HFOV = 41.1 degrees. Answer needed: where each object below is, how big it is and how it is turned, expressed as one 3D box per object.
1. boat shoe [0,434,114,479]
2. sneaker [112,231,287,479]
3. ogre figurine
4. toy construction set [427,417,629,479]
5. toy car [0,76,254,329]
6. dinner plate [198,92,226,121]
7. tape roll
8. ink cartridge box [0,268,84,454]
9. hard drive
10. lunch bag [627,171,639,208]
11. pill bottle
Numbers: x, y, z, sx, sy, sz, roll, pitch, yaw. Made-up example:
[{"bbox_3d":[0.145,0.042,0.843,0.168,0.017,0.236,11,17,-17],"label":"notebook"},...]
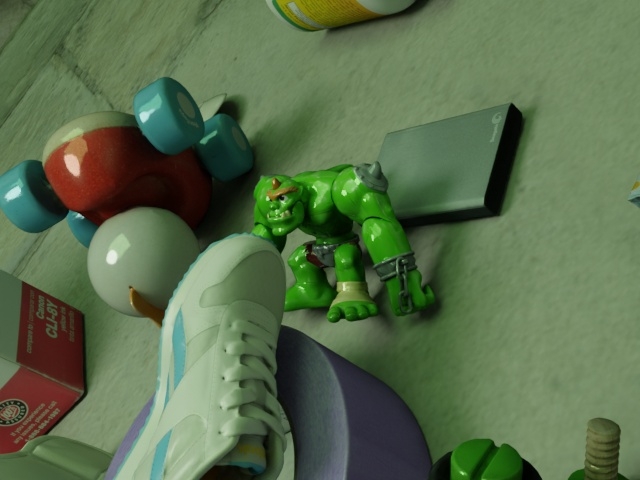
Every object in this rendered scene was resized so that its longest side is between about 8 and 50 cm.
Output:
[{"bbox_3d":[-0.247,0.229,0.682,0.319,0.116,0.099,52,-120,-83],"label":"boat shoe"},{"bbox_3d":[-0.059,0.105,0.544,0.092,0.087,0.229,0,69,43],"label":"sneaker"},{"bbox_3d":[0.000,0.000,0.690,0.197,0.096,0.118,3,101,65],"label":"ogre figurine"},{"bbox_3d":[0.055,0.262,0.339,0.309,0.257,0.237,-107,14,-68],"label":"toy construction set"},{"bbox_3d":[-0.176,-0.001,0.885,0.219,0.210,0.238,-26,70,16],"label":"toy car"},{"bbox_3d":[-0.167,-0.133,1.056,0.141,0.017,0.141,-45,16,16],"label":"dinner plate"},{"bbox_3d":[-0.054,0.201,0.601,0.274,0.090,0.275,-30,41,31],"label":"tape roll"},{"bbox_3d":[-0.504,0.126,0.949,0.279,0.384,0.160,-42,36,17],"label":"ink cartridge box"},{"bbox_3d":[0.096,-0.057,0.698,0.135,0.022,0.094,-7,56,48],"label":"hard drive"},{"bbox_3d":[0.233,-0.042,0.491,0.083,0.053,0.071,-5,55,60],"label":"lunch bag"},{"bbox_3d":[0.038,-0.287,0.882,0.208,0.117,0.118,4,65,53],"label":"pill bottle"}]
